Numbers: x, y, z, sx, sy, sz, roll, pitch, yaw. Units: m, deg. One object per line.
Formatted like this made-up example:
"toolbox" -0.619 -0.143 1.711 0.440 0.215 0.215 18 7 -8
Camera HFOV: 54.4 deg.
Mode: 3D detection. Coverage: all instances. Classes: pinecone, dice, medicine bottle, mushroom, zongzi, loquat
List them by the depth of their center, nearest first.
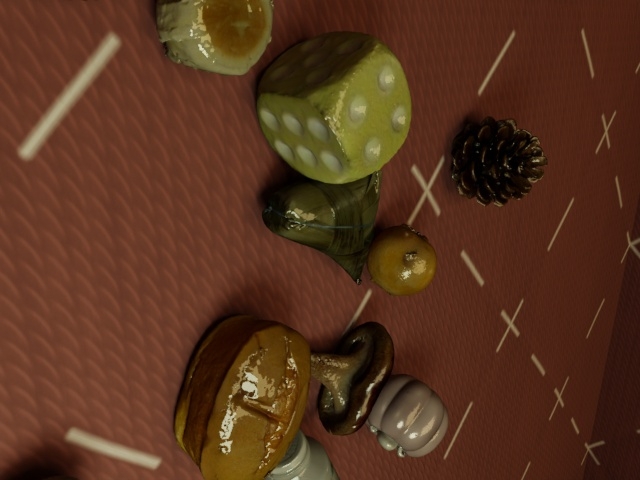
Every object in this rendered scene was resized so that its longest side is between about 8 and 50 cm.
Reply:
"dice" 0.021 -0.198 0.928 0.169 0.169 0.166 -49 134 -25
"zongzi" 0.000 0.000 1.036 0.221 0.112 0.242 -22 128 -39
"medicine bottle" -0.042 0.427 1.124 0.135 0.135 0.215 -44 133 -28
"mushroom" 0.019 0.231 1.145 0.217 0.148 0.227 32 74 -33
"loquat" 0.156 0.041 1.200 0.141 0.141 0.141 -21 119 -42
"pinecone" 0.388 -0.168 1.338 0.208 0.208 0.207 -21 119 -42

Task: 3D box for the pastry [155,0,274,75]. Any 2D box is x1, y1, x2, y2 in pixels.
"pastry" -0.133 -0.289 0.787 0.166 0.088 0.165 -22 120 -46

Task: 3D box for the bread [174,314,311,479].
"bread" -0.115 0.250 0.972 0.195 0.143 0.269 19 92 -50

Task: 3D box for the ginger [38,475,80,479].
"ginger" -0.392 0.407 0.708 0.304 0.155 0.244 3 104 -50

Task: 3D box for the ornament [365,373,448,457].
"ornament" 0.177 0.379 1.325 0.177 0.177 0.177 -21 119 -42
